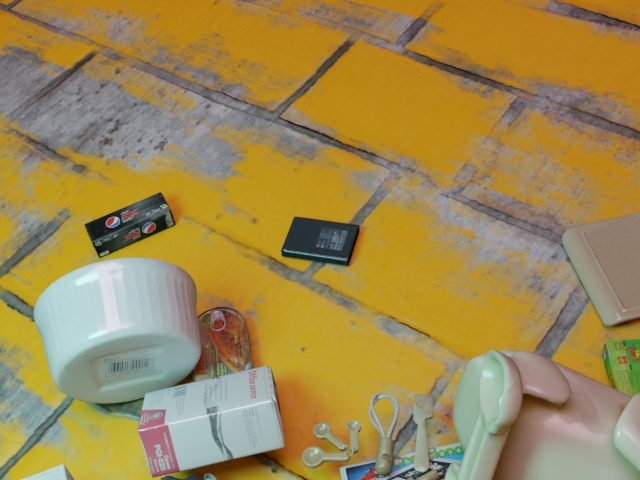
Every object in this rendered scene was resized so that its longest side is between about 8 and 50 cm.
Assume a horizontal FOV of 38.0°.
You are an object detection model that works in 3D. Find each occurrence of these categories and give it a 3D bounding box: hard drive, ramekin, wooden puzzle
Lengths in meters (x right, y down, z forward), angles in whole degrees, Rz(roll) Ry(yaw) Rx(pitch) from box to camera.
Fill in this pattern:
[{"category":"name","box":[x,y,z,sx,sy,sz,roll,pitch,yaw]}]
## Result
[{"category":"hard drive","box":[0.000,0.000,1.815,0.135,0.022,0.094,9,52,14]},{"category":"ramekin","box":[-0.334,0.162,1.569,0.277,0.277,0.135,-15,58,-5]},{"category":"wooden puzzle","box":[0.590,0.043,1.691,0.239,0.044,0.221,-16,50,0]}]

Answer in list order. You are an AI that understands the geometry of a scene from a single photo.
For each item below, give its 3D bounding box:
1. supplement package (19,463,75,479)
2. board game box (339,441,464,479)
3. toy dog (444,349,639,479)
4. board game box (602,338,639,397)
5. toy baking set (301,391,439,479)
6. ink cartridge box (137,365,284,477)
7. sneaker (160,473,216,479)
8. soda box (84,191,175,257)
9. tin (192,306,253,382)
[{"category":"supplement package","box":[-0.414,0.458,1.431,0.105,0.105,0.179,-19,51,-9]},{"category":"board game box","box":[0.197,0.410,1.421,0.305,0.053,0.193,-11,49,-2]},{"category":"toy dog","box":[0.395,0.319,1.317,0.408,0.284,0.395,14,8,0]},{"category":"board game box","box":[0.527,0.247,1.521,0.092,0.043,0.181,-4,50,4]},{"category":"toy baking set","box":[0.088,0.331,1.450,0.256,0.030,0.196,-22,48,-12]},{"category":"ink cartridge box","box":[-0.173,0.289,1.507,0.218,0.092,0.158,-14,14,-2]},{"category":"sneaker","box":[-0.237,0.444,1.431,0.235,0.094,0.153,-32,47,-12]},{"category":"soda box","box":[-0.383,-0.032,1.874,0.169,0.053,0.060,-24,51,-13]},{"category":"tin","box":[-0.177,0.203,1.660,0.106,0.040,0.189,-8,49,-4]}]
